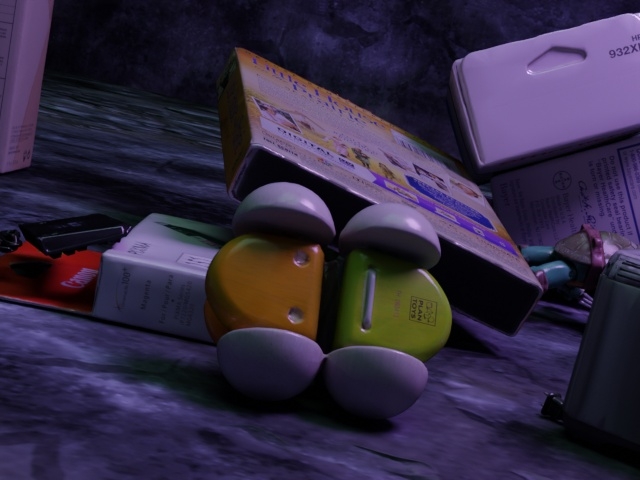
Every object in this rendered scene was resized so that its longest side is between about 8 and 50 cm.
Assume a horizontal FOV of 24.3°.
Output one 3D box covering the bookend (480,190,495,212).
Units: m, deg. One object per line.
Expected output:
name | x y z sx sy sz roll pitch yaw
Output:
bookend | 0.166 -0.041 2.112 0.156 0.072 0.157 13 9 8

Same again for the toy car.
toy car | 0.001 0.056 1.092 0.182 0.159 0.136 10 -28 -6

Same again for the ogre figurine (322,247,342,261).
ogre figurine | 0.000 0.000 1.541 0.197 0.097 0.118 27 2 21

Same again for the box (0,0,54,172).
box | -0.431 -0.252 1.890 0.148 0.311 0.121 12 8 5

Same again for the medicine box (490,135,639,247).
medicine box | 0.389 -0.044 1.805 0.289 0.149 0.263 -14 -2 24

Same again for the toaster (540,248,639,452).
toaster | 0.281 0.094 1.105 0.227 0.146 0.129 18 10 38

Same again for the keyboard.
keyboard | -0.227 -0.003 1.274 0.108 0.023 0.180 -8 5 -15

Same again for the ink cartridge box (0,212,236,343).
ink cartridge box | -0.169 0.018 1.313 0.239 0.060 0.275 13 8 0

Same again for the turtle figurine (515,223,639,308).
turtle figurine | 0.284 0.041 1.607 0.234 0.118 0.175 5 9 -7

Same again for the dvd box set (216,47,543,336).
dvd box set | 0.041 -0.065 1.515 0.307 0.062 0.420 26 15 -14

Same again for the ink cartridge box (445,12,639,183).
ink cartridge box | 0.274 -0.161 1.779 0.223 0.129 0.307 -14 -3 3
